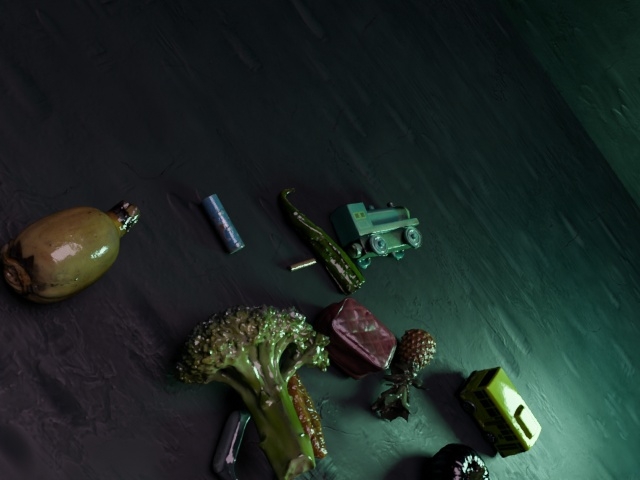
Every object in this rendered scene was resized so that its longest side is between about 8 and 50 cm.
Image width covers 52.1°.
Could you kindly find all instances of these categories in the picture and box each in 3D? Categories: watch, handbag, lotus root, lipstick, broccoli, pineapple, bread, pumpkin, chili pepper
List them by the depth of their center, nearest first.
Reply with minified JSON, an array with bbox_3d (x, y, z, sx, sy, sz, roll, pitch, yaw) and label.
[{"bbox_3d":[-0.514,0.012,1.394,0.183,0.182,0.310,54,47,-5],"label":"lotus root"},{"bbox_3d":[-0.161,0.321,1.481,0.352,0.275,0.397,8,59,2],"label":"broccoli"},{"bbox_3d":[-0.148,0.496,1.538,0.193,0.068,0.206,33,56,-27],"label":"watch"},{"bbox_3d":[-0.052,0.437,1.627,0.105,0.076,0.233,32,32,-59],"label":"bread"},{"bbox_3d":[-0.256,-0.043,1.718,0.048,0.048,0.158,-29,89,-43],"label":"lipstick"},{"bbox_3d":[0.090,0.269,1.793,0.225,0.135,0.146,41,50,-11],"label":"handbag"},{"bbox_3d":[0.389,0.670,1.839,0.194,0.150,0.194,0,89,-15],"label":"pumpkin"},{"bbox_3d":[-0.052,0.069,1.849,0.094,0.019,0.019,-15,80,-42],"label":"lipstick"},{"bbox_3d":[0.243,0.382,1.875,0.130,0.118,0.277,53,46,-32],"label":"pineapple"},{"bbox_3d":[-0.001,0.000,1.894,0.085,0.076,0.359,-39,96,-18],"label":"chili pepper"}]

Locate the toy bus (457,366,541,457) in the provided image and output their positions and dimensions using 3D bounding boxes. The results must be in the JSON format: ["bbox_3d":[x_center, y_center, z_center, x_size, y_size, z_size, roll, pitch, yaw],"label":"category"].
[{"bbox_3d":[0.561,0.533,2.032,0.128,0.150,0.262,-39,96,-41],"label":"toy bus"}]

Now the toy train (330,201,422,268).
[{"bbox_3d":[0.183,-0.032,2.023,0.298,0.120,0.194,-11,71,-41],"label":"toy train"}]
